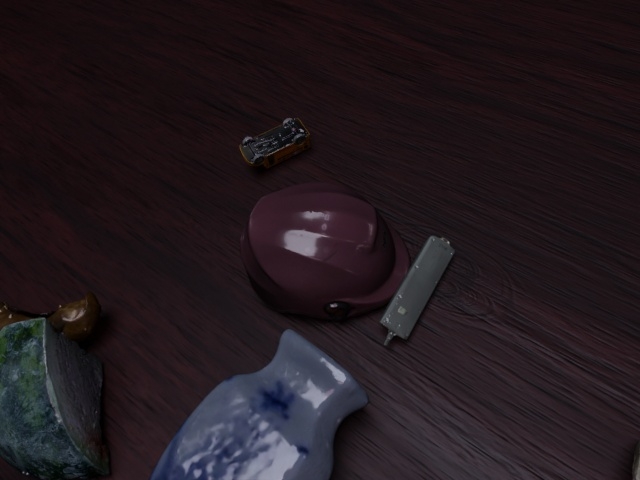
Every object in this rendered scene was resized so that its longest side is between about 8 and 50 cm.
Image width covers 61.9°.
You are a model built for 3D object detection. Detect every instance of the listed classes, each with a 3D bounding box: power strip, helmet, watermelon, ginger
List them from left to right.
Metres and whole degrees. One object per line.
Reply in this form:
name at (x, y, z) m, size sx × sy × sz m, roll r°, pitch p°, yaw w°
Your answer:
ginger at (-0.593, 0.179, 1.099) m, size 0.310 × 0.107 × 0.133 m, roll -6°, pitch 70°, yaw 13°
watermelon at (-0.508, 0.306, 1.001) m, size 0.290 × 0.214 × 0.319 m, roll -30°, pitch 93°, yaw 28°
helmet at (0.000, 0.000, 1.037) m, size 0.339 × 0.197 × 0.270 m, roll 1°, pitch 55°, yaw 14°
power strip at (0.181, 0.097, 1.019) m, size 0.060 × 0.027 × 0.252 m, roll 35°, pitch 67°, yaw 1°

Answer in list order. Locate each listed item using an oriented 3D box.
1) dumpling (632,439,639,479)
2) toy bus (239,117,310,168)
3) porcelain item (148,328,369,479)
dumpling at (0.523, 0.330, 0.761) m, size 0.199 × 0.118 × 0.136 m, roll -16°, pitch 35°, yaw -32°
toy bus at (-0.108, -0.225, 1.278) m, size 0.162 × 0.074 × 0.069 m, roll -27°, pitch 63°, yaw -9°
porcelain item at (-0.114, 0.351, 0.839) m, size 0.243 × 0.178 × 0.405 m, roll 33°, pitch 71°, yaw 27°
